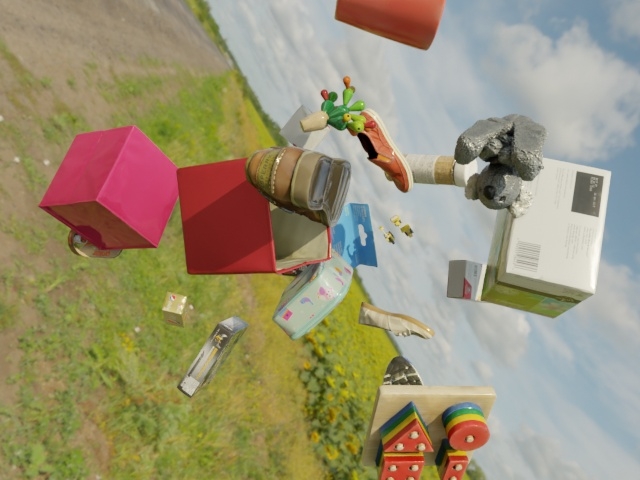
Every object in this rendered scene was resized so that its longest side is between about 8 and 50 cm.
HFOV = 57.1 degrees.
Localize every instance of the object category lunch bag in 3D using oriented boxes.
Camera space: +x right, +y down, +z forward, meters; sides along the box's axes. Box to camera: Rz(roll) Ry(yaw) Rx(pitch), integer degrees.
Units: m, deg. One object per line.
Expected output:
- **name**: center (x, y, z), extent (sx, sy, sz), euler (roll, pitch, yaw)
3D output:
- **lunch bag**: center (-0.021, 0.143, 1.586), extent (0.108, 0.224, 0.279), euler (43, 14, -4)

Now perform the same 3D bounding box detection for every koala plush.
- **koala plush**: center (0.431, -0.165, 1.388), extent (0.196, 0.203, 0.221), euler (19, -48, 27)

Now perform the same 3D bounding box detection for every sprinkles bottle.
- **sprinkles bottle**: center (0.427, -0.279, 2.308), extent (0.355, 0.121, 0.121), euler (9, -35, 35)

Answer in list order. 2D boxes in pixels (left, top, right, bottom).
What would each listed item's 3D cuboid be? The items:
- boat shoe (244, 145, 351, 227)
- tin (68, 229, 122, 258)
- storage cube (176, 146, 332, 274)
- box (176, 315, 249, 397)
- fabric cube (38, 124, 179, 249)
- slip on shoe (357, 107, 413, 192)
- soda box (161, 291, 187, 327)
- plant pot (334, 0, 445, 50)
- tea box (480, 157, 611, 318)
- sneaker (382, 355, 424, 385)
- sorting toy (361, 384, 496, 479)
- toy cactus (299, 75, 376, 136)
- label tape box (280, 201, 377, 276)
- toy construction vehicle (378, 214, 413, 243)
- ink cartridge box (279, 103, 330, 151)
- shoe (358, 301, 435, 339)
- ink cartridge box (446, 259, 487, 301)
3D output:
- **boat shoe**: center (-0.025, -0.092, 0.912), extent (0.104, 0.111, 0.307), euler (15, -4, 13)
- **tin**: center (-0.698, 0.002, 1.834), extent (0.189, 0.040, 0.106), euler (10, 77, -58)
- **storage cube**: center (-0.112, -0.047, 1.028), extent (0.183, 0.193, 0.215), euler (-12, 97, -58)
- **box**: center (-0.319, 0.344, 1.766), extent (0.056, 0.231, 0.183), euler (34, 4, 7)
- **fabric cube**: center (-0.598, -0.145, 1.720), extent (0.254, 0.259, 0.258), euler (49, 48, -48)
- **slip on shoe**: center (0.210, -0.291, 2.019), extent (0.331, 0.101, 0.123), euler (54, -15, -25)
- **soda box**: center (-0.439, 0.213, 1.788), extent (0.181, 0.061, 0.058), euler (117, -14, -67)
- **plant pot**: center (0.165, -0.616, 1.418), extent (0.275, 0.243, 0.275), euler (-172, -90, -89)
- **tea box**: center (0.586, 0.001, 1.566), extent (0.323, 0.219, 0.329), euler (76, 28, -70)
- **sneaker**: center (0.256, 0.469, 1.719), extent (0.147, 0.129, 0.330), euler (-80, 155, -65)
- **sorting toy**: center (0.238, 0.437, 1.289), extent (0.089, 0.257, 0.256), euler (-97, -168, -54)
- **toy cactus**: center (0.035, -0.330, 1.523), extent (0.112, 0.180, 0.219), euler (78, -13, -51)
- **label tape box**: center (0.000, 0.000, 1.969), extent (0.115, 0.347, 0.249), euler (-53, 140, -49)
- **toy construction vehicle**: center (0.239, -0.028, 1.849), extent (0.098, 0.086, 0.035), euler (49, 18, -34)
- **ink cartridge box**: center (-0.053, -0.376, 2.016), extent (0.128, 0.127, 0.176), euler (39, 8, -7)
- **shoe**: center (0.184, 0.211, 1.466), extent (0.219, 0.058, 0.076), euler (16, -14, 41)
- **ink cartridge box**: center (0.509, 0.141, 1.984), extent (0.175, 0.072, 0.128), euler (13, 79, -41)
